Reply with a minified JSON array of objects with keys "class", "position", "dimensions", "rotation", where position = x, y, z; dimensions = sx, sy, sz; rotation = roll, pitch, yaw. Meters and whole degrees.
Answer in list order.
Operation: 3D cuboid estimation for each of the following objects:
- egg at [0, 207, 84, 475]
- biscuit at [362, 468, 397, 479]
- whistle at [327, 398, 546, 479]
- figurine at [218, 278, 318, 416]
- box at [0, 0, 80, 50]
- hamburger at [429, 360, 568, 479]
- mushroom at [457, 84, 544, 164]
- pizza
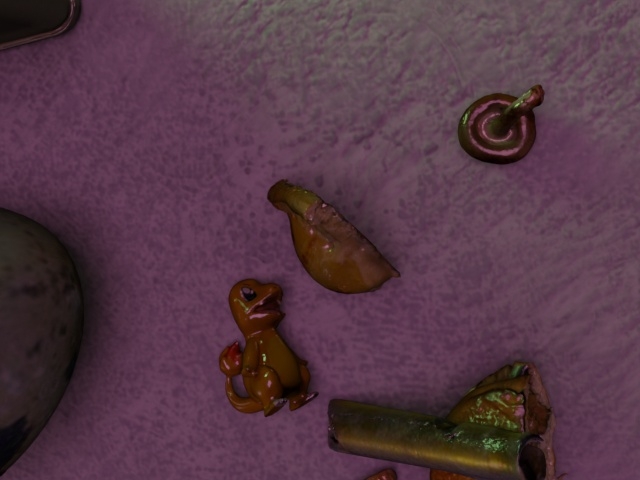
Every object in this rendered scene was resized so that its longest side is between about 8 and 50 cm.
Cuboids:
[{"class":"egg","position":[-0.476,0.137,1.330],"dimensions":[0.428,0.345,0.345],"rotation":[-39,89,-4]},{"class":"biscuit","position":[0.089,0.413,1.427],"dimensions":[0.145,0.033,0.224],"rotation":[-31,90,11]},{"class":"whistle","position":[0.120,0.235,1.305],"dimensions":[0.326,0.057,0.067],"rotation":[0,81,48]},{"class":"figurine","position":[-0.084,0.137,1.409],"dimensions":[0.122,0.121,0.176],"rotation":[-19,77,36]},{"class":"box","position":[-0.507,-0.298,1.297],"dimensions":[0.352,0.344,0.177],"rotation":[-12,95,8]},{"class":"hamburger","position":[0.208,0.288,1.346],"dimensions":[0.157,0.144,0.282],"rotation":[-6,80,36]},{"class":"mushroom","position":[0.229,-0.143,1.338],"dimensions":[0.129,0.073,0.088],"rotation":[-36,73,42]},{"class":"pizza","position":[0.005,0.005,1.328],"dimensions":[0.188,0.204,0.080],"rotation":[41,88,-3]}]
